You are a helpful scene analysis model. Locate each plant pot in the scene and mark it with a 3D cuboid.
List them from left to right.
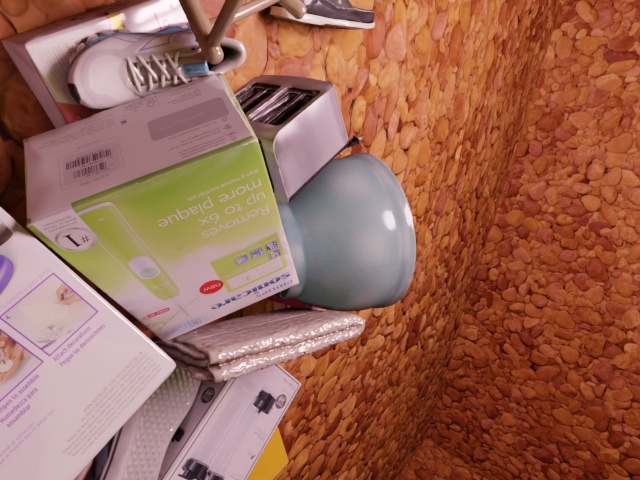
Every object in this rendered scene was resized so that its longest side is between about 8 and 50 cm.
[{"bbox_3d":[0.000,0.000,0.736,0.196,0.293,0.293,-12,122,-24],"label":"plant pot"}]

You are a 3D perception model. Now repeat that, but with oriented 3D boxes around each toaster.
[{"bbox_3d":[-0.062,-0.160,0.617,0.185,0.168,0.110,-47,141,-27],"label":"toaster"}]

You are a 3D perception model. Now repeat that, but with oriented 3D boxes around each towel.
[{"bbox_3d":[-0.087,0.149,0.626,0.282,0.187,0.049,-5,91,-41],"label":"towel"}]

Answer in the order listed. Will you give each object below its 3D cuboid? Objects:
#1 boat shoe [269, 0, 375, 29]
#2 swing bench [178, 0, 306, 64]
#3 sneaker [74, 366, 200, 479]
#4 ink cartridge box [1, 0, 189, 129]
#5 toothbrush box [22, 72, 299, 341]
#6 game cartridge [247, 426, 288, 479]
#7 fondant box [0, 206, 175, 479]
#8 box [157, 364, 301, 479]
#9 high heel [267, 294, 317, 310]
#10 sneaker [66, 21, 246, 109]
[{"bbox_3d":[0.019,-0.390,0.672,0.233,0.084,0.079,-19,125,-45],"label":"boat shoe"},{"bbox_3d":[-0.075,-0.340,0.322,0.254,0.253,0.165,51,56,-11],"label":"swing bench"},{"bbox_3d":[-0.288,0.272,0.616,0.126,0.128,0.321,66,30,-44],"label":"sneaker"},{"bbox_3d":[-0.217,-0.200,0.468,0.198,0.067,0.115,-42,139,-31],"label":"ink cartridge box"},{"bbox_3d":[-0.157,-0.017,0.491,0.206,0.122,0.283,-23,149,-10],"label":"toothbrush box"},{"bbox_3d":[-0.219,0.433,0.787,0.324,0.053,0.285,-30,117,-39],"label":"game cartridge"},{"bbox_3d":[-0.328,0.088,0.333,0.238,0.096,0.330,-49,116,-26],"label":"fondant box"},{"bbox_3d":[-0.176,0.331,0.715,0.290,0.087,0.169,-58,132,-24],"label":"box"},{"bbox_3d":[-0.085,0.154,0.867,0.117,0.082,0.244,-58,154,-11],"label":"high heel"},{"bbox_3d":[-0.158,-0.183,0.423,0.191,0.083,0.071,-39,139,-33],"label":"sneaker"}]
